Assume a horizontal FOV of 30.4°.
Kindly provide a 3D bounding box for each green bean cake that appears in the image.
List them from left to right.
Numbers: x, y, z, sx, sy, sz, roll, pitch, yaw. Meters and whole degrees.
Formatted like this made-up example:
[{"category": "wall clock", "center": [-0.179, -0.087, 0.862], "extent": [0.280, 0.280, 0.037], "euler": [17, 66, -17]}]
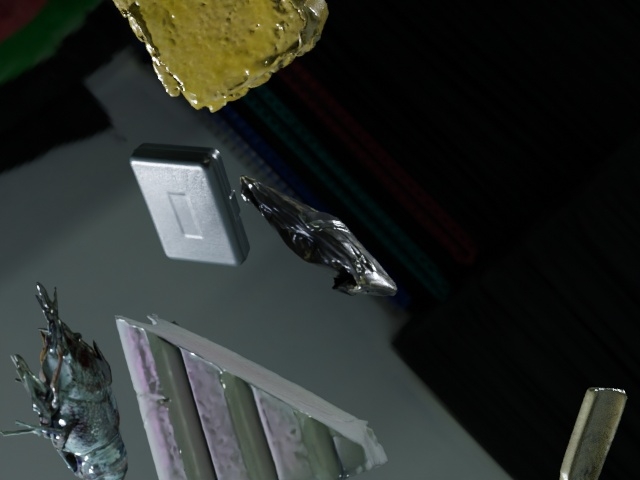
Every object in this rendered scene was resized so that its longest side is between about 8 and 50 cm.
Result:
[{"category": "green bean cake", "center": [-0.132, -0.311, 1.532], "extent": [0.224, 0.230, 0.131], "euler": [-28, 18, 20]}]

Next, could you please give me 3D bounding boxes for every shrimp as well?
[{"category": "shrimp", "center": [-0.403, 0.240, 1.813], "extent": [0.137, 0.372, 0.172], "euler": [-1, 29, 46]}]

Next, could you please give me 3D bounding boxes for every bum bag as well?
[{"category": "bum bag", "center": [0.001, 0.000, 1.429], "extent": [0.102, 0.248, 0.069], "euler": [6, -60, -54]}]

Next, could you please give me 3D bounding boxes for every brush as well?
[{"category": "brush", "center": [0.229, 0.247, 1.119], "extent": [0.036, 0.043, 0.248], "euler": [42, 123, 57]}]

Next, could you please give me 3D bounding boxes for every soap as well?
[{"category": "soap", "center": [-0.078, 0.180, 1.416], "extent": [0.257, 0.302, 0.159], "euler": [-24, -14, 16]}]

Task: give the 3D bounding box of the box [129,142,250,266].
[{"category": "box", "center": [-0.213, -0.058, 1.938], "extent": [0.050, 0.160, 0.230], "euler": [-62, -32, -41]}]
